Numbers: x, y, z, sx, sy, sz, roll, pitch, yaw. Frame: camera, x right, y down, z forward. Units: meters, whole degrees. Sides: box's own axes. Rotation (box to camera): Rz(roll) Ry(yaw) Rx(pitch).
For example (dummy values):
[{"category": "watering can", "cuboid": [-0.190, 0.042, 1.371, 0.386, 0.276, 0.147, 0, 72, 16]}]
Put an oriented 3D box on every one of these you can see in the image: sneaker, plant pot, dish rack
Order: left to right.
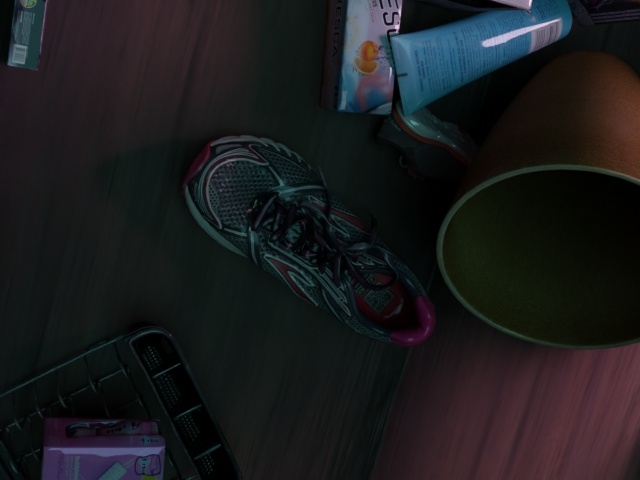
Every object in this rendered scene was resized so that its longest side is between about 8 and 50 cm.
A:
[{"category": "dish rack", "cuboid": [-0.237, 0.216, 0.912, 0.271, 0.074, 0.208, -26, 109, -10]}, {"category": "sneaker", "cuboid": [0.000, 0.000, 0.915, 0.299, 0.112, 0.121, 34, 91, -21]}, {"category": "sneaker", "cuboid": [0.120, -0.090, 0.971, 0.158, 0.061, 0.065, 32, 122, -26]}, {"category": "plant pot", "cuboid": [0.254, -0.065, 0.899, 0.237, 0.237, 0.254, 41, 46, -22]}]

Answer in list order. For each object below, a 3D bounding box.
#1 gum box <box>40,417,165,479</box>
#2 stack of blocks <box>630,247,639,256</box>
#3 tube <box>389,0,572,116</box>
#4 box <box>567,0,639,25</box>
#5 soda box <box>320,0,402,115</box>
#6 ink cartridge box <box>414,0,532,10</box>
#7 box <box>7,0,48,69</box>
[{"category": "gum box", "cuboid": [-0.209, 0.255, 0.861, 0.107, 0.062, 0.189, 3, 104, -17]}, {"category": "stack of blocks", "cuboid": [0.403, 0.049, 0.955, 0.087, 0.297, 0.171, -41, 110, -5]}, {"category": "tube", "cuboid": [0.161, -0.197, 0.927, 0.207, 0.052, 0.080, -25, 112, -23]}, {"category": "box", "cuboid": [0.349, -0.347, 0.913, 0.247, 0.163, 0.142, -40, 108, -5]}, {"category": "soda box", "cuboid": [0.042, -0.217, 0.900, 0.058, 0.063, 0.183, 0, 103, -18]}, {"category": "ink cartridge box", "cuboid": [0.170, -0.382, 0.846, 0.065, 0.165, 0.333, 10, 99, -18]}, {"category": "box", "cuboid": [-0.247, -0.218, 0.791, 0.027, 0.094, 0.137, 7, 101, -19]}]
